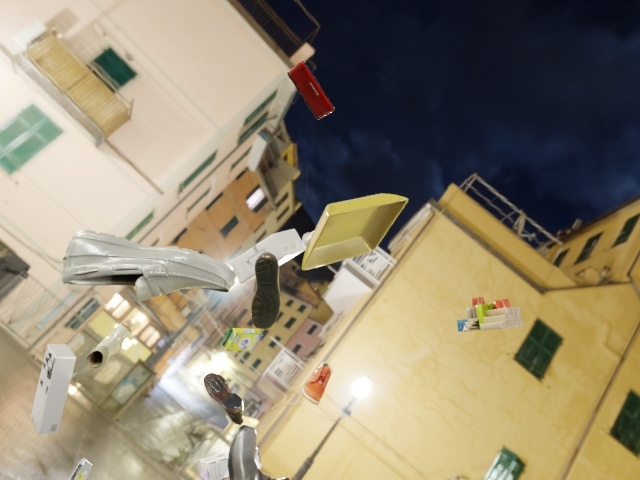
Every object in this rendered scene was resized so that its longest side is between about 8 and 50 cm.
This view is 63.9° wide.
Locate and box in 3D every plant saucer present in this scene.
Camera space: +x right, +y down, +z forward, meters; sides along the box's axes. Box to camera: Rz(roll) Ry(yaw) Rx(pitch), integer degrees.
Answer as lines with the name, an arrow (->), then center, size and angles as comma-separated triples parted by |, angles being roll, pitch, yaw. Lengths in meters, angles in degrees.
plant saucer -> 0.103, -0.047, 1.820 | 0.081, 0.332, 0.333 | 61, -33, 25

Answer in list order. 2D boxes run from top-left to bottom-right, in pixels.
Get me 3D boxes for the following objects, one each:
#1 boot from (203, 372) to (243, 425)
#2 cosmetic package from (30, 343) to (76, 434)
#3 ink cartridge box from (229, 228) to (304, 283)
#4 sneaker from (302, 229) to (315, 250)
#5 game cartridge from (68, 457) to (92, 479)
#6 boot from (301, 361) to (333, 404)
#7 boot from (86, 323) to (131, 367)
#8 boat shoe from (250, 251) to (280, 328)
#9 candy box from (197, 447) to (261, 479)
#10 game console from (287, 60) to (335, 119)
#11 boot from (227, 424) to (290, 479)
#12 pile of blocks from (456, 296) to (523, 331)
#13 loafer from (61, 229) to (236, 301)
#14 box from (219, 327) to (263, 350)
boot -> -0.344, 0.564, 1.819 | 0.219, 0.082, 0.106 | 31, -42, 43
cosmetic package -> -0.791, 0.436, 1.512 | 0.060, 0.239, 0.099 | 11, 6, -42
ink cartridge box -> -0.237, 0.069, 2.332 | 0.283, 0.207, 0.117 | -32, -96, 26
sneaker -> 0.000, 0.000, 2.182 | 0.252, 0.103, 0.111 | 32, -57, 57
game cartridge -> -0.573, 0.563, 1.214 | 0.017, 0.083, 0.056 | 16, -36, 7
boot -> -0.005, 0.389, 1.412 | 0.059, 0.085, 0.158 | 33, 12, 0
boot -> -0.820, 0.422, 1.947 | 0.077, 0.165, 0.213 | 41, -54, -6
boat shoe -> -0.221, 0.203, 2.139 | 0.122, 0.324, 0.120 | 6, 10, -5
candy box -> -0.337, 0.821, 1.889 | 0.165, 0.196, 0.070 | -33, -113, 61
game console -> -0.010, -0.398, 1.327 | 0.144, 0.085, 0.124 | 54, -26, -15
boot -> -0.188, 0.769, 1.652 | 0.222, 0.338, 0.118 | -13, -34, 26
pile of blocks -> 0.542, 0.250, 1.757 | 0.362, 0.149, 0.113 | 129, -45, -75
loafer -> -0.324, 0.067, 0.985 | 0.319, 0.111, 0.112 | 10, -23, -6
box -> -0.355, 0.443, 2.294 | 0.179, 0.105, 0.043 | 12, 27, -42
